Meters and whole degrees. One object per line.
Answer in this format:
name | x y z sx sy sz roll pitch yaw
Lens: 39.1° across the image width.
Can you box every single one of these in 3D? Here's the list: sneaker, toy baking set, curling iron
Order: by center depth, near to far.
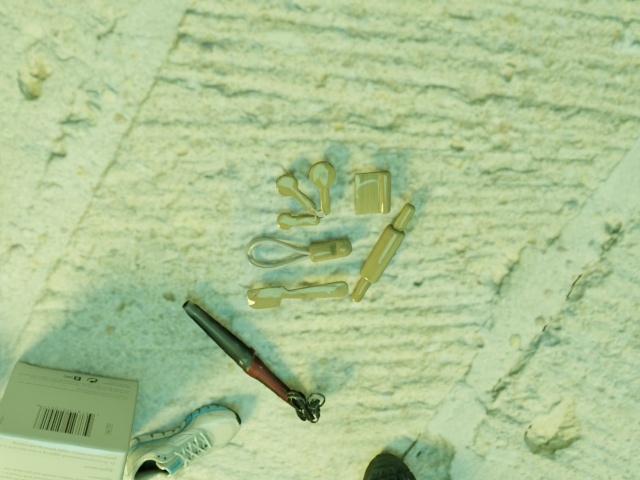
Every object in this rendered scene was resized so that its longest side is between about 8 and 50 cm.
toy baking set | 0.007 0.001 1.246 0.197 0.030 0.256 21 110 -11
curling iron | -0.093 0.173 1.303 0.274 0.035 0.068 44 141 -17
sneaker | -0.203 0.313 1.334 0.191 0.083 0.071 -27 112 5
sneaker | 0.090 0.474 1.422 0.109 0.130 0.286 1 92 -22

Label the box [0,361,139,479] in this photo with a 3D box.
box | -0.356 0.274 1.247 0.181 0.182 0.119 12 111 -11
